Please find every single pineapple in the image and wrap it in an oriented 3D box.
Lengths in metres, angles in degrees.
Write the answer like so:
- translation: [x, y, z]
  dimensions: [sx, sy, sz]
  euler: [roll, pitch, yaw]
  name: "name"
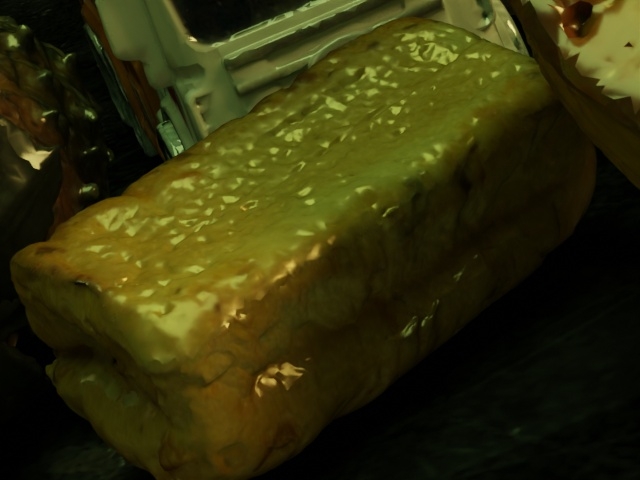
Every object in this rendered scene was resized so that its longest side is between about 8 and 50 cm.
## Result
- translation: [-0.158, 0.006, 0.637]
  dimensions: [0.170, 0.141, 0.310]
  euler: [-54, 17, 22]
  name: "pineapple"

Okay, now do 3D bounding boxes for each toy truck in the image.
- translation: [-0.045, -0.150, 0.812]
  dimensions: [0.173, 0.207, 0.387]
  euler: [-25, 23, -7]
  name: "toy truck"

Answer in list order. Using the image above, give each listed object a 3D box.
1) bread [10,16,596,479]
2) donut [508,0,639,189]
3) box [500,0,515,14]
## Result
- translation: [0.000, 0.000, 0.571]
  dimensions: [0.211, 0.083, 0.114]
  euler: [-32, 44, -28]
  name: "bread"
- translation: [0.177, -0.101, 0.504]
  dimensions: [0.277, 0.108, 0.278]
  euler: [-4, 56, 5]
  name: "donut"
- translation: [0.115, -0.151, 0.888]
  dimensions: [0.055, 0.040, 0.218]
  euler: [-37, 26, -30]
  name: "box"
